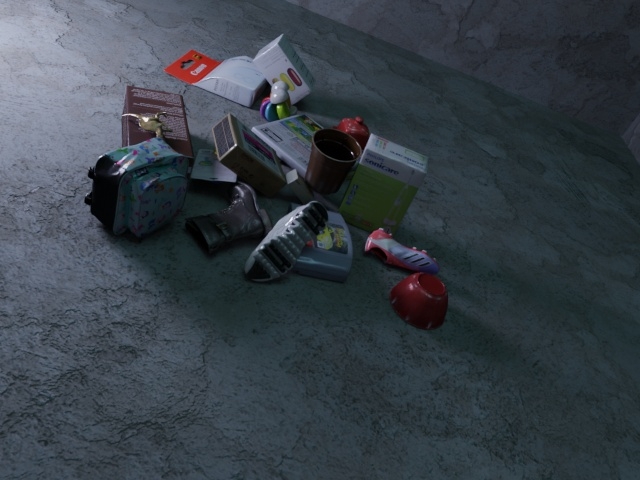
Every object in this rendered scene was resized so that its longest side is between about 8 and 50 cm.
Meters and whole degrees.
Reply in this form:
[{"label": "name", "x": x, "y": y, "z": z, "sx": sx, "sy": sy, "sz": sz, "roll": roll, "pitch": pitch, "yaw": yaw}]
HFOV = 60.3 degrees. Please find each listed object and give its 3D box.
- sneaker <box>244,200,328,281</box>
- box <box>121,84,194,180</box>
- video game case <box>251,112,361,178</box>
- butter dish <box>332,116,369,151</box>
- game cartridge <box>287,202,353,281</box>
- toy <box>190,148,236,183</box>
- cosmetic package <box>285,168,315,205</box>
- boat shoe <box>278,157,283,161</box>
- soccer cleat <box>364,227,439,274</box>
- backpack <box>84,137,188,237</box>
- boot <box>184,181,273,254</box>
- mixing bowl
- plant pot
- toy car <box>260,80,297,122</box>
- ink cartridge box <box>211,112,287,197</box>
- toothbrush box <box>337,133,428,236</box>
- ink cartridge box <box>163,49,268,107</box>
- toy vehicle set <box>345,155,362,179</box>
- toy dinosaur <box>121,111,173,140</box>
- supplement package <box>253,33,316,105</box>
[{"label": "sneaker", "x": -0.105, "y": 0.003, "z": 1.549, "sx": 0.292, "sy": 0.110, "sz": 0.118, "roll": -44, "pitch": 28, "yaw": -22}, {"label": "box", "x": -0.520, "y": -0.326, "z": 1.737, "sx": 0.191, "sy": 0.143, "sz": 0.381, "roll": 5, "pitch": 39, "yaw": -24}, {"label": "video game case", "x": -0.042, "y": -0.341, "z": 2.024, "sx": 0.329, "sy": 0.036, "sz": 0.300, "roll": 41, "pitch": 41, "yaw": 18}, {"label": "butter dish", "x": 0.142, "y": -0.452, "z": 2.263, "sx": 0.159, "sy": 0.118, "sz": 0.160, "roll": 9, "pitch": 39, "yaw": -17}, {"label": "game cartridge", "x": 0.000, "y": 0.000, "z": 1.686, "sx": 0.196, "sy": 0.060, "sz": 0.294, "roll": 15, "pitch": 37, "yaw": -18}, {"label": "toy", "x": -0.336, "y": -0.227, "z": 1.777, "sx": 0.136, "sy": 0.056, "sz": 0.237, "roll": 4, "pitch": 33, "yaw": -8}, {"label": "cosmetic package", "x": -0.066, "y": -0.174, "z": 1.818, "sx": 0.115, "sy": 0.041, "sz": 0.060, "roll": 50, "pitch": 18, "yaw": -41}, {"label": "boat shoe", "x": -0.115, "y": -0.296, "z": 1.996, "sx": 0.142, "sy": 0.040, "sz": 0.049, "roll": 19, "pitch": 34, "yaw": -8}, {"label": "soccer cleat", "x": 0.257, "y": 0.055, "z": 1.749, "sx": 0.248, "sy": 0.083, "sz": 0.095, "roll": 31, "pitch": 66, "yaw": 1}, {"label": "backpack", "x": -0.464, "y": -0.148, "z": 1.472, "sx": 0.191, "sy": 0.225, "sz": 0.253, "roll": 33, "pitch": 40, "yaw": 10}, {"label": "boot", "x": -0.283, "y": -0.073, "z": 1.596, "sx": 0.229, "sy": 0.091, "sz": 0.263, "roll": -13, "pitch": 45, "yaw": -32}, {"label": "mixing bowl", "x": 0.304, "y": 0.160, "z": 1.613, "sx": 0.181, "sy": 0.098, "sz": 0.181, "roll": 16, "pitch": 37, "yaw": -12}, {"label": "plant pot", "x": 0.030, "y": -0.249, "z": 1.798, "sx": 0.167, "sy": 0.165, "sz": 0.167, "roll": 12, "pitch": 44, "yaw": -12}, {"label": "toy car", "x": -0.173, "y": -0.530, "z": 2.190, "sx": 0.136, "sy": 0.159, "sz": 0.182, "roll": -13, "pitch": 39, "yaw": 9}, {"label": "ink cartridge box", "x": -0.230, "y": -0.274, "z": 1.785, "sx": 0.234, "sy": 0.088, "sz": 0.193, "roll": 35, "pitch": 25, "yaw": -41}, {"label": "toothbrush box", "x": 0.200, "y": -0.171, "z": 1.810, "sx": 0.206, "sy": 0.283, "sz": 0.122, "roll": 22, "pitch": 37, "yaw": -1}, {"label": "ink cartridge box", "x": -0.413, "y": -0.718, "z": 2.317, "sx": 0.385, "sy": 0.091, "sz": 0.308, "roll": 23, "pitch": 36, "yaw": -2}, {"label": "toy vehicle set", "x": 0.071, "y": -0.294, "z": 2.098, "sx": 0.266, "sy": 0.035, "sz": 0.166, "roll": -13, "pitch": 50, "yaw": -39}, {"label": "toy dinosaur", "x": -0.497, "y": -0.348, "z": 1.620, "sx": 0.183, "sy": 0.053, "sz": 0.092, "roll": 38, "pitch": 41, "yaw": 19}, {"label": "supplement package", "x": -0.146, "y": -0.712, "z": 2.320, "sx": 0.244, "sy": 0.139, "sz": 0.134, "roll": 50, "pitch": 29, "yaw": -26}]
